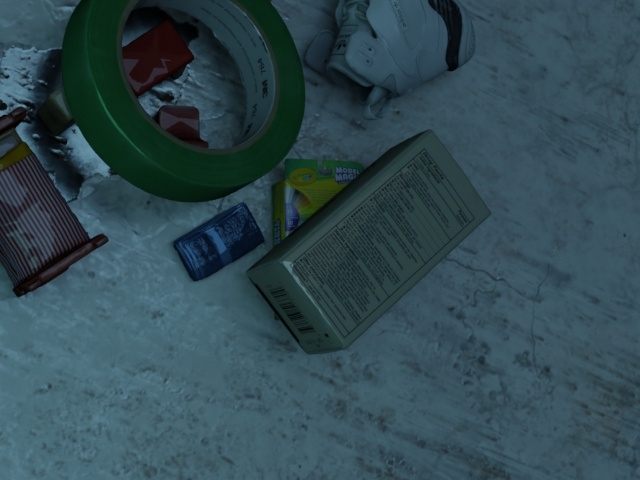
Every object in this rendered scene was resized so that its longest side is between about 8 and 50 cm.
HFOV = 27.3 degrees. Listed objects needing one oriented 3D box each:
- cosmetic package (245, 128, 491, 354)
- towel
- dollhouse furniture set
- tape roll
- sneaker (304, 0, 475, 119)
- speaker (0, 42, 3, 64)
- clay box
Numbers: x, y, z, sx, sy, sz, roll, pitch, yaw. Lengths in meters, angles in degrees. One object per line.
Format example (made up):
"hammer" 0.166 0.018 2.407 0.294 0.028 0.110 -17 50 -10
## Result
"cosmetic package" 0.065 0.003 1.769 0.296 0.129 0.153 -39 99 -24
"towel" -0.137 0.002 1.800 0.119 0.029 0.067 -31 96 -22
"dollhouse furniture set" -0.285 -0.114 1.688 0.374 0.152 0.201 -37 97 -21
"tape roll" -0.170 -0.211 1.691 0.321 0.077 0.321 14 66 -33
"sneaker" 0.062 -0.349 1.834 0.210 0.137 0.366 -42 117 -20
"speaker" -0.475 -0.240 1.683 0.136 0.055 0.055 12 79 -20
"clay box" 0.000 0.000 1.841 0.127 0.053 0.222 2 81 -23
